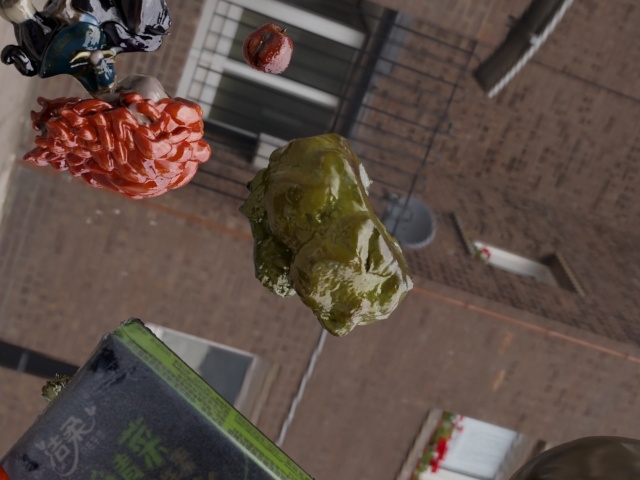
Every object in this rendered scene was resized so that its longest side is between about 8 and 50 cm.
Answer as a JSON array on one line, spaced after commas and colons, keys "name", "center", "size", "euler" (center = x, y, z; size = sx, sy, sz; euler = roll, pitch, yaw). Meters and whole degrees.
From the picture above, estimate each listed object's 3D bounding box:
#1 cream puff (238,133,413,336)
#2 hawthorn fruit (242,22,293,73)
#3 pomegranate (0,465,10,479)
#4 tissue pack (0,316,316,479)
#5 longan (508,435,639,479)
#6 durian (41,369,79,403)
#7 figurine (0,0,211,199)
[{"name": "cream puff", "center": [0.000, 0.000, 1.232], "size": [0.185, 0.282, 0.282], "euler": [-27, -159, 7]}, {"name": "hawthorn fruit", "center": [-0.088, -0.333, 1.638], "size": [0.093, 0.093, 0.093], "euler": [-162, -90, -79]}, {"name": "pomegranate", "center": [-0.506, 0.380, 1.223], "size": [0.257, 0.221, 0.221], "euler": [19, 89, -80]}, {"name": "tissue pack", "center": [-0.223, 0.342, 1.346], "size": [0.288, 0.394, 0.124], "euler": [-47, -177, 12]}, {"name": "longan", "center": [0.297, 0.338, 0.891], "size": [0.319, 0.319, 0.319], "euler": [-162, -90, -79]}, {"name": "durian", "center": [-0.306, 0.285, 1.554], "size": [0.166, 0.306, 0.172], "euler": [-61, -162, -19]}, {"name": "figurine", "center": [-0.349, -0.264, 1.545], "size": [0.241, 0.306, 0.411], "euler": [3, -73, 48]}]
